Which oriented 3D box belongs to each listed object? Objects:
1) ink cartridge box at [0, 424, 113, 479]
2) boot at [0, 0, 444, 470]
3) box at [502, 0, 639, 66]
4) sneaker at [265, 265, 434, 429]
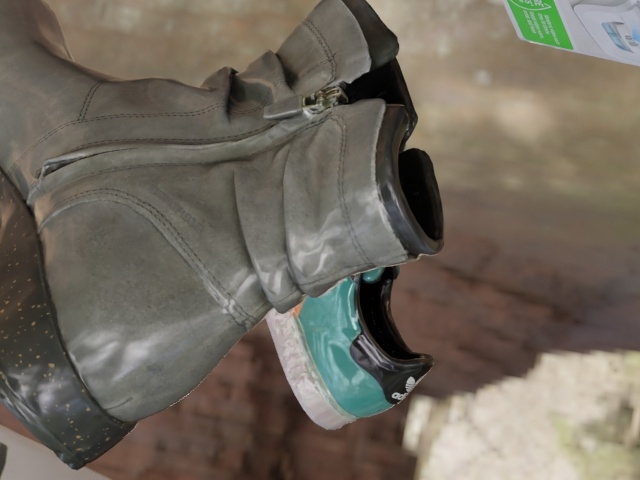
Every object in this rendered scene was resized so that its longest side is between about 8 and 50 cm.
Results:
[{"bbox_3d":[-0.248,0.237,1.050,0.395,0.166,0.285,25,127,6],"label":"ink cartridge box"},{"bbox_3d":[-0.045,-0.040,0.662,0.161,0.246,0.083,-31,131,8],"label":"boot"},{"bbox_3d":[0.275,-0.257,1.320,0.231,0.262,0.127,15,163,25],"label":"box"},{"bbox_3d":[0.000,0.000,1.573,0.121,0.302,0.108,-26,178,25],"label":"sneaker"}]
